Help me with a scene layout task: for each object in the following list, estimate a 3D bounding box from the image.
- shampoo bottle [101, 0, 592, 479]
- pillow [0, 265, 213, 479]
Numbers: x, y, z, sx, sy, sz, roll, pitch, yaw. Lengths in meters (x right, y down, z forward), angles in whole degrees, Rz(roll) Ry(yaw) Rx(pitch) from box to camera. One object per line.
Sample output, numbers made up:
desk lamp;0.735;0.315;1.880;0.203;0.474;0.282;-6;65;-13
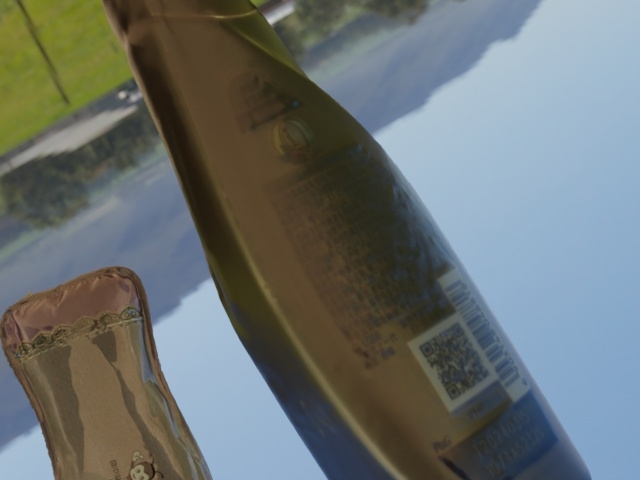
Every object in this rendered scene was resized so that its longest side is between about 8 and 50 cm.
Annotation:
shampoo bottle;0.000;0.000;0.664;0.125;0.350;0.084;-29;176;-42
pillow;-0.180;0.139;1.128;0.130;0.233;0.038;-18;167;-12
